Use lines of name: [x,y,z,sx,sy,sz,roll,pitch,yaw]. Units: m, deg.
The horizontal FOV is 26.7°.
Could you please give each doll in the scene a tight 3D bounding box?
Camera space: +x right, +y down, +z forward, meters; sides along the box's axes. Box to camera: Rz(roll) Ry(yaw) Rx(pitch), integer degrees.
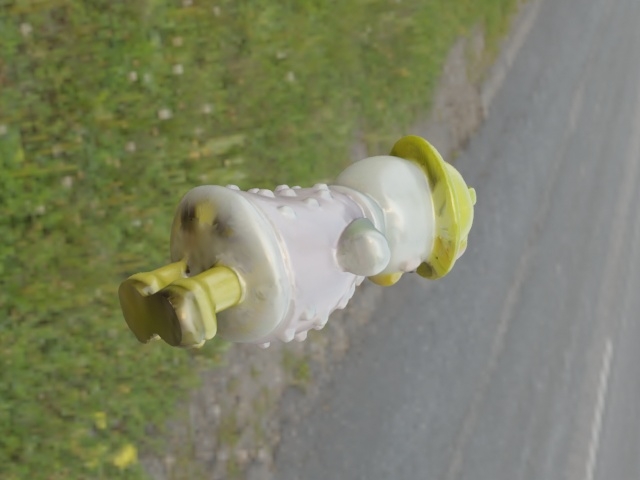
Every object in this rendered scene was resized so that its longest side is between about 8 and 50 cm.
doll: [0.000,0.000,0.644,0.207,0.129,0.081,-19,103,-38]
